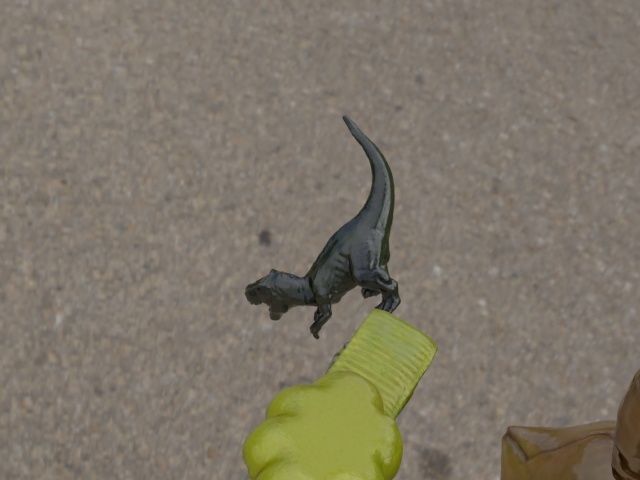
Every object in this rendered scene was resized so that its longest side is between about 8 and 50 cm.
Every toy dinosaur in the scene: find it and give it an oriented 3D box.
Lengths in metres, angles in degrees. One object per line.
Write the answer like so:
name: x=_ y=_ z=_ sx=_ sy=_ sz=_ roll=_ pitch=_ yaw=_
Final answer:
toy dinosaur: x=0.000 y=0.000 z=1.222 sx=0.187 sy=0.179 sz=0.087 roll=-29 pitch=20 yaw=0

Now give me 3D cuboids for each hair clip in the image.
hair clip: x=0.016 y=0.089 z=0.624 sx=0.072 sy=0.046 sz=0.173 roll=28 pitch=26 yaw=11

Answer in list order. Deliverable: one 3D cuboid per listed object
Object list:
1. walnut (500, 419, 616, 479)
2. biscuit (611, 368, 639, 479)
walnut: x=0.228 y=0.246 z=0.871 sx=0.298 sy=0.203 sz=0.203 roll=44 pitch=53 yaw=17
biscuit: x=0.220 y=0.083 z=0.693 sx=0.045 sy=0.299 sz=0.154 roll=39 pitch=96 yaw=27
